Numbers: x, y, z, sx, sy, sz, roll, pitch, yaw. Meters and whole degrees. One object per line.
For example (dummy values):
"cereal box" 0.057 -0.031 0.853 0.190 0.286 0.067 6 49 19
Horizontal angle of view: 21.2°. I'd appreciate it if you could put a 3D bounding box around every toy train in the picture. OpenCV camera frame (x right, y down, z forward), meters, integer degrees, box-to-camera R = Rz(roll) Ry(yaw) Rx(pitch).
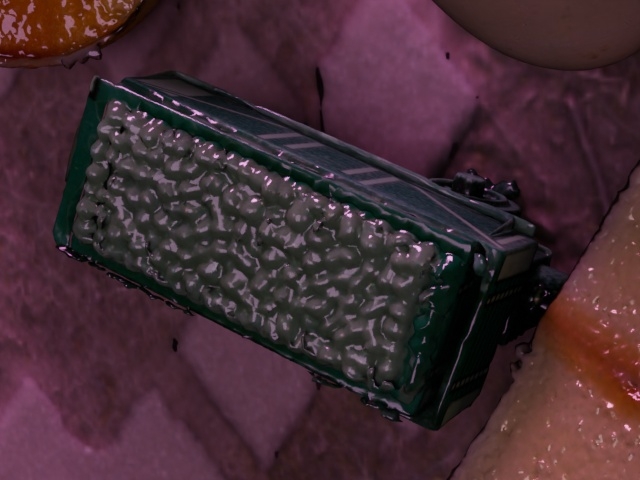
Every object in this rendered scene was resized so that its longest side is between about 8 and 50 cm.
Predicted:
"toy train" 0.000 0.000 0.895 0.269 0.154 0.115 25 112 19

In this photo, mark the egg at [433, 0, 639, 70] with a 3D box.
"egg" 0.100 -0.203 0.790 0.189 0.188 0.253 -11 103 26

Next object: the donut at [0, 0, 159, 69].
"donut" -0.159 -0.169 0.984 0.181 0.078 0.146 -10 96 20

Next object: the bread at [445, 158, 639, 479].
"bread" 0.201 0.081 0.835 0.135 0.178 0.240 39 105 44
